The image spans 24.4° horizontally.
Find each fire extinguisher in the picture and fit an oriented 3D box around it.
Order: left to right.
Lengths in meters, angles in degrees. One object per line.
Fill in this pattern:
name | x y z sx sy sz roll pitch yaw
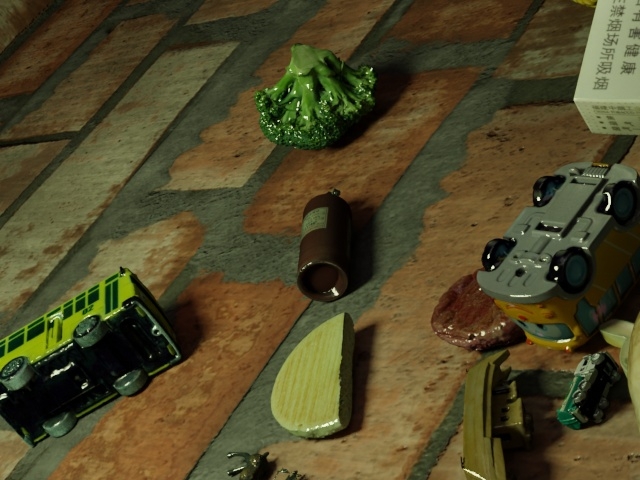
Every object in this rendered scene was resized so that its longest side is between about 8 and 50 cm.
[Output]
fire extinguisher | 0.000 0.000 2.044 0.099 0.071 0.231 -52 19 28

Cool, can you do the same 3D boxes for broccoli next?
broccoli | -0.008 -0.221 2.304 0.195 0.156 0.195 2 43 -2

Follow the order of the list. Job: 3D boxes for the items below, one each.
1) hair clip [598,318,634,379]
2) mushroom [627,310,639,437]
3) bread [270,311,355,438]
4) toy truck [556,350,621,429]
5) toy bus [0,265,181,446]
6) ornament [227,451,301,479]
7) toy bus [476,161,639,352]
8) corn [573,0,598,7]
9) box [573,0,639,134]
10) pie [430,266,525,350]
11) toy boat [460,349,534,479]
hair clip | 0.357 0.085 1.535 0.159 0.071 0.218 -14 29 34
mushroom | 0.392 0.126 1.315 0.255 0.184 0.255 -2 52 3
bread | -0.009 0.179 1.807 0.112 0.036 0.193 -27 32 23
toy truck | 0.278 0.156 1.541 0.044 0.039 0.083 -21 30 50
toy bus | -0.334 0.157 2.078 0.262 0.128 0.150 -30 29 8
ornament | -0.072 0.275 1.730 0.125 0.028 0.073 -12 36 38
toy bus | 0.281 0.022 1.637 0.126 0.136 0.209 9 51 49
corn | 0.380 -0.450 2.260 0.144 0.144 0.387 -35 28 -1
box | 0.482 -0.228 1.720 0.330 0.095 0.210 5 67 29
pie | 0.204 0.076 1.744 0.153 0.038 0.153 -28 27 15
toy boat | 0.189 0.192 1.557 0.072 0.064 0.206 -9 35 14
